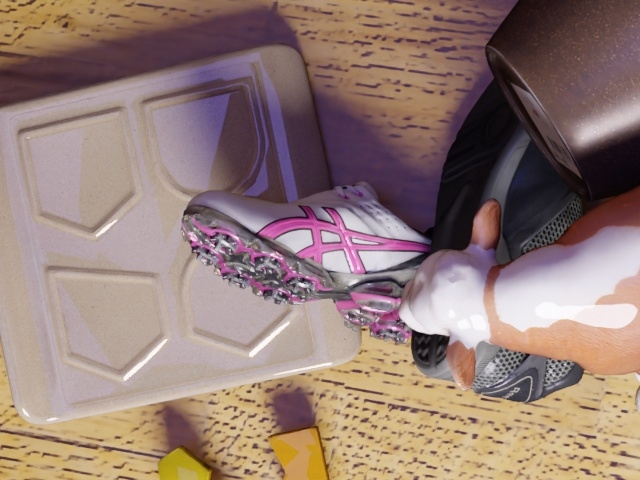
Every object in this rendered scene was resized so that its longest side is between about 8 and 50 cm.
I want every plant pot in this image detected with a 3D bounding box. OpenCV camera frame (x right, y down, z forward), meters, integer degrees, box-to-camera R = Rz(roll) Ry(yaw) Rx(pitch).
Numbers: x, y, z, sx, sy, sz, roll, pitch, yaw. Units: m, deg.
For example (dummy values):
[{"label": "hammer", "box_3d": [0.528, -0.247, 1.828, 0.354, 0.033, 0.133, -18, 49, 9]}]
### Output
[{"label": "plant pot", "box_3d": [0.217, -0.128, 1.019, 0.230, 0.215, 0.215, -34, 84, -1]}]

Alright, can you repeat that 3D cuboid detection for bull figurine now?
[{"label": "bull figurine", "box_3d": [0.200, 0.012, 0.979, 0.310, 0.188, 0.101, -24, 64, 20]}]

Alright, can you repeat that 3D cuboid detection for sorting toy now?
[{"label": "sorting toy", "box_3d": [-0.093, 0.043, 1.174, 0.229, 0.041, 0.307, -12, 87, 4]}]

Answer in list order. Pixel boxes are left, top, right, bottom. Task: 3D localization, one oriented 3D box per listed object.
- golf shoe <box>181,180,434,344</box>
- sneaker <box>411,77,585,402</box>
[{"label": "golf shoe", "box_3d": [0.000, 0.000, 1.118, 0.186, 0.067, 0.086, 21, 66, -24]}, {"label": "sneaker", "box_3d": [0.140, -0.004, 1.116, 0.130, 0.087, 0.227, 24, 65, -25]}]
